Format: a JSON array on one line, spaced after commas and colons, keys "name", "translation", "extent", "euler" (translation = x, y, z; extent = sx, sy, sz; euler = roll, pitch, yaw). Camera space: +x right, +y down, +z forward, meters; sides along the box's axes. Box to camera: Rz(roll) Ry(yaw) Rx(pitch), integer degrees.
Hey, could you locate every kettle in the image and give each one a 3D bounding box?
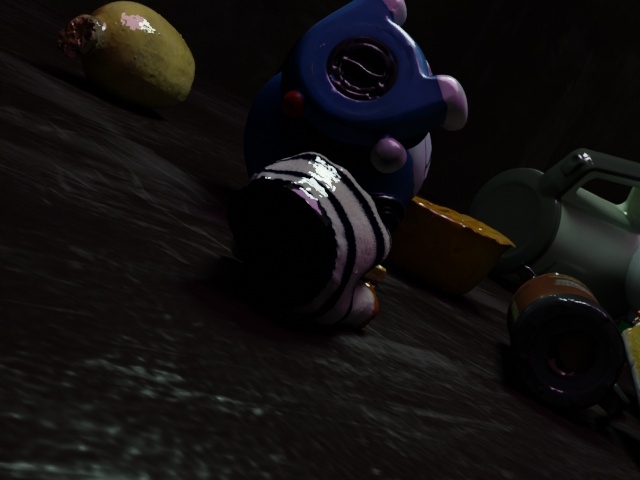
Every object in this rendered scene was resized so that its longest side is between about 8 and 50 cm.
[{"name": "kettle", "translation": [0.529, -0.024, 2.184], "extent": [0.377, 0.361, 0.250], "euler": [21, 40, -42]}]

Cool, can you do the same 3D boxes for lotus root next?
[{"name": "lotus root", "translation": [-0.276, -0.278, 1.637], "extent": [0.303, 0.131, 0.146], "euler": [16, 58, -69]}]

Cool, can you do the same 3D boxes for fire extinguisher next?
[{"name": "fire extinguisher", "translation": [0.284, 0.131, 1.243], "extent": [0.376, 0.113, 0.200], "euler": [-32, 104, -80]}]

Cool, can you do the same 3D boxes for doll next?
[{"name": "doll", "translation": [0.029, -0.133, 1.295], "extent": [0.310, 0.240, 0.284], "euler": [107, -33, -70]}]

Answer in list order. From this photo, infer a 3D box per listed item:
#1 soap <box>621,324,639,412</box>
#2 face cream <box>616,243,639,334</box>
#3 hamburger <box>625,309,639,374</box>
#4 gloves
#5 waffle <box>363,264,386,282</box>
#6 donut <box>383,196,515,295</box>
[{"name": "soap", "translation": [0.450, 0.177, 1.079], "extent": [0.259, 0.143, 0.281], "euler": [20, 26, -2]}, {"name": "face cream", "translation": [0.750, 0.098, 2.113], "extent": [0.313, 0.357, 0.219], "euler": [27, 7, -16]}, {"name": "hamburger", "translation": [0.520, 0.155, 1.409], "extent": [0.227, 0.151, 0.295], "euler": [5, -8, 7]}, {"name": "gloves", "translation": [0.000, -0.004, 0.904], "extent": [0.140, 0.131, 0.219], "euler": [33, 17, 13]}, {"name": "waffle", "translation": [0.000, 0.000, 1.262], "extent": [0.153, 0.023, 0.097], "euler": [34, 7, 40]}, {"name": "donut", "translation": [0.131, -0.017, 1.534], "extent": [0.278, 0.108, 0.277], "euler": [28, 8, -4]}]
